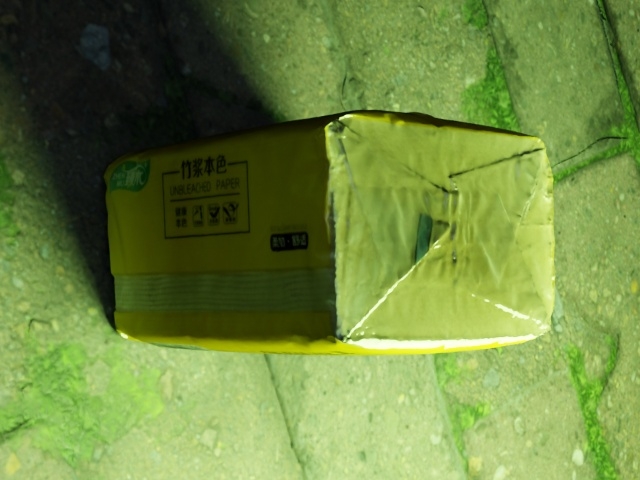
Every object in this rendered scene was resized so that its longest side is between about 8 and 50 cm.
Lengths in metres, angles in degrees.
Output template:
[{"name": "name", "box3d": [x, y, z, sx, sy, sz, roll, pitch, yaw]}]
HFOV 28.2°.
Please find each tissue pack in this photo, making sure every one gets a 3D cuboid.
[{"name": "tissue pack", "box3d": [0.000, 0.000, 1.277, 0.293, 0.382, 0.228, 3, 87, -38]}]
